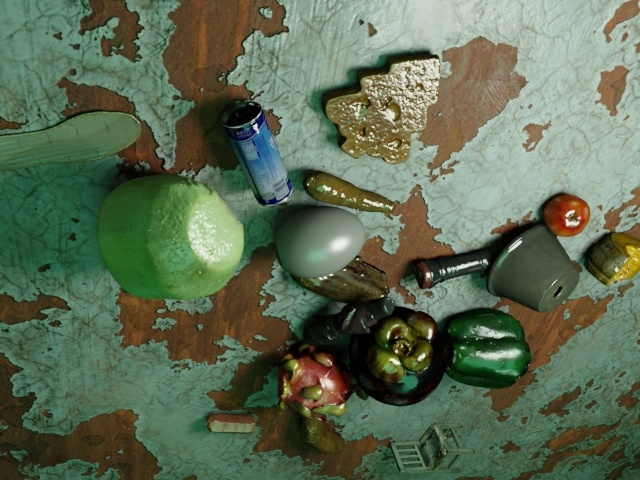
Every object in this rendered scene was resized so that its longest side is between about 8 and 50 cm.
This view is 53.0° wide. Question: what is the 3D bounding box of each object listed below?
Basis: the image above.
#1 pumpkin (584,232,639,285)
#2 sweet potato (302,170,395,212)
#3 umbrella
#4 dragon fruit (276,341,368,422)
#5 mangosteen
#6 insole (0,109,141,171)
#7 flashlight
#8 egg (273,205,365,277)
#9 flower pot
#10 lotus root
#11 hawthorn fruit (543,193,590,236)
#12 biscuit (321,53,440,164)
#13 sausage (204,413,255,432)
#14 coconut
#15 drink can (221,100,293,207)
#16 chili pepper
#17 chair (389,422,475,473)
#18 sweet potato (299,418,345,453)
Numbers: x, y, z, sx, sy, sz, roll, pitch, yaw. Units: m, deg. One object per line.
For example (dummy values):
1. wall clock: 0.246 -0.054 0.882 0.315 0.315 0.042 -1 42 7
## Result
1. pumpkin: 0.923 0.050 1.990 0.248 0.126 0.131 -1 124 -42
2. sweet potato: 0.069 -0.112 1.597 0.273 0.075 0.075 16 123 -32
3. umbrella: 0.079 0.230 1.818 0.326 0.090 0.094 -25 126 38
4. dragon fruit: 0.004 0.430 1.961 0.307 0.243 0.227 -13 125 -61
5. mangosteen: 0.234 0.319 1.876 0.297 0.297 0.313 8 123 -24
6. insole: -0.553 -0.205 1.354 0.348 0.009 0.119 -12 133 -8
7. flashlight: 0.386 0.074 1.857 0.232 0.093 0.093 -14 133 -13
8. egg: 0.000 0.000 1.599 0.232 0.176 0.176 -21 133 -13
9. flower pot: 0.631 0.102 1.858 0.269 0.166 0.269 -21 137 -21
10. lotus root: 0.068 0.120 1.792 0.329 0.078 0.167 22 121 -32
11. hawthorn fruit: 0.689 -0.074 1.795 0.125 0.125 0.140 -35 151 13
12. biscuit: 0.163 -0.308 1.476 0.301 0.043 0.278 -42 127 17
13. sausage: -0.300 0.598 2.091 0.169 0.065 0.065 9 126 -24
14. coconut: -0.338 -0.008 1.426 0.328 0.281 0.328 9 168 2
15. drink can: -0.138 -0.190 1.445 0.097 0.097 0.235 -21 133 1
16. chili pepper: 0.510 0.347 2.033 0.257 0.233 0.248 2 125 -12
17. chair: 0.425 0.789 2.442 0.270 0.136 0.147 9 125 -23
18. sweet potato: -0.013 0.663 2.226 0.114 0.092 0.341 -43 134 -13
